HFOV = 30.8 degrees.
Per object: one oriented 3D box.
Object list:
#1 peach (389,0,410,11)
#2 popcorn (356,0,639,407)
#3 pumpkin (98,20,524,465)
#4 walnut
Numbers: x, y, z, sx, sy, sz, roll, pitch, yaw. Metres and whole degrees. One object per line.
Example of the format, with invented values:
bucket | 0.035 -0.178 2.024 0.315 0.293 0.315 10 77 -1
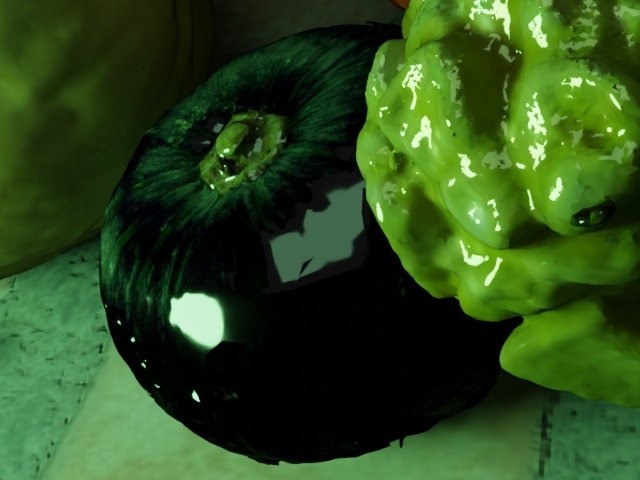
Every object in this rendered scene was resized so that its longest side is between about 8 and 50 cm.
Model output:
peach | 0.122 -0.275 0.572 0.388 0.388 0.388 -16 52 21
popcorn | 0.124 -0.040 0.412 0.218 0.189 0.169 -16 51 6
pumpkin | 0.000 0.000 0.580 0.233 0.163 0.233 -17 49 21
walnut | -0.259 -0.144 0.726 0.383 0.383 0.383 -16 52 21
